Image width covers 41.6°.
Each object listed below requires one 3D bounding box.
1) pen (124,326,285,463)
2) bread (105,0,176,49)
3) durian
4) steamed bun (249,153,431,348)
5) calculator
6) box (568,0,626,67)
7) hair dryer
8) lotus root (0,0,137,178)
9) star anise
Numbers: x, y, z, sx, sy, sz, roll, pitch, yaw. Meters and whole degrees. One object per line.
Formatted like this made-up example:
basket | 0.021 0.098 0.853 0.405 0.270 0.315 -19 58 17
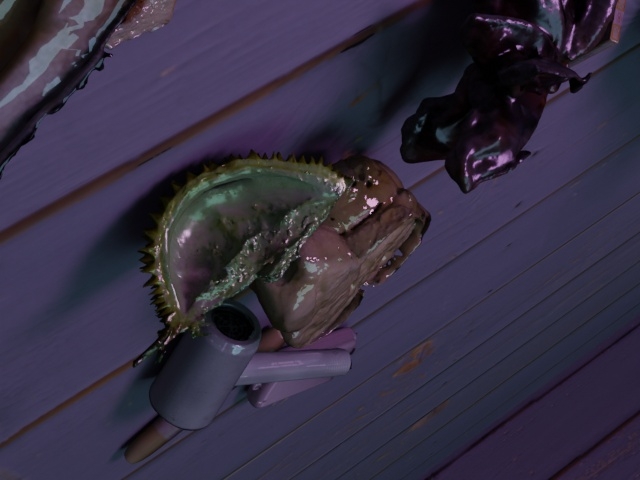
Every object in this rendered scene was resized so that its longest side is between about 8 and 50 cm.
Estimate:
pen | -0.131 0.175 0.958 0.233 0.032 0.040 -39 179 4
bread | -0.115 -0.130 0.441 0.083 0.035 0.070 -29 156 -27
durian | -0.077 0.000 0.638 0.215 0.100 0.086 -42 153 -10
steamed bun | 0.000 0.000 0.749 0.177 0.106 0.192 -46 164 7
calculator | -0.023 0.163 1.080 0.175 0.032 0.100 -12 144 -44
box | 0.242 -0.186 0.759 0.083 0.012 0.046 159 -54 -72
hair dryer | -0.049 0.130 0.888 0.236 0.073 0.131 7 130 -39
lotus root | -0.191 -0.098 0.353 0.329 0.078 0.167 -40 133 8
star anise | 0.162 -0.152 0.684 0.283 0.129 0.212 -48 163 -24
